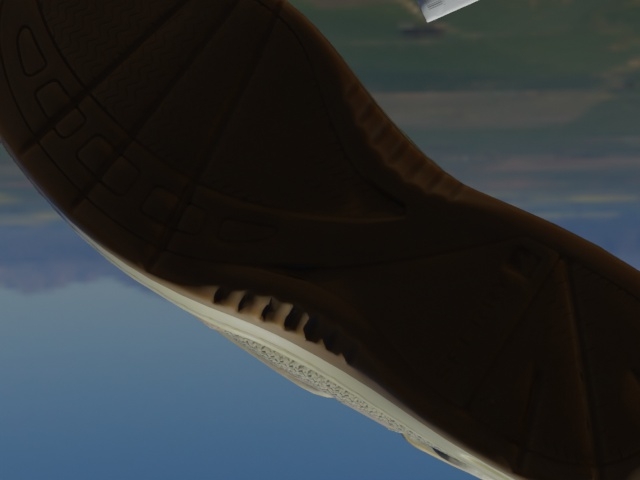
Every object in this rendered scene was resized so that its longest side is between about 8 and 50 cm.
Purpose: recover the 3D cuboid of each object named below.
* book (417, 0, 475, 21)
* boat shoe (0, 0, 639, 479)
[{"bbox_3d":[0.115,-0.216,1.145,0.144,0.096,0.035,-20,-170,28],"label":"book"},{"bbox_3d":[0.000,0.000,0.608,0.302,0.109,0.098,33,166,14],"label":"boat shoe"}]
